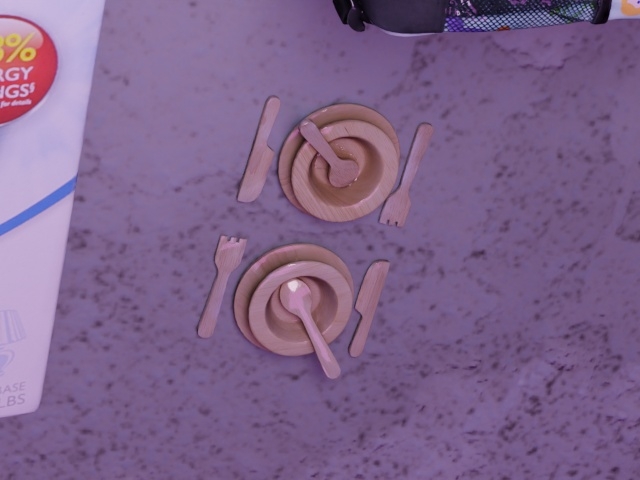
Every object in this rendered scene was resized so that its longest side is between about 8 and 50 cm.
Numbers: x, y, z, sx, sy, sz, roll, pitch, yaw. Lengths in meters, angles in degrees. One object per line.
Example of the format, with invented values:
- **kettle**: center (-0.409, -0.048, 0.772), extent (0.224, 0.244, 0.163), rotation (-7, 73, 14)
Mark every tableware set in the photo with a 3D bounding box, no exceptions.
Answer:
- **tableware set**: center (0.000, 0.000, 1.302), extent (0.128, 0.039, 0.194), rotation (8, 115, -21)

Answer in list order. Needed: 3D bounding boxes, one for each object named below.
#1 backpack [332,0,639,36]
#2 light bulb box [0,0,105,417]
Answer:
- **backpack**: center (0.133, -0.230, 1.109), extent (0.253, 0.225, 0.191), rotation (-1, 131, -21)
- **light bulb box**: center (-0.317, -0.087, 0.976), extent (0.358, 0.225, 0.361), rotation (-8, 134, -25)
